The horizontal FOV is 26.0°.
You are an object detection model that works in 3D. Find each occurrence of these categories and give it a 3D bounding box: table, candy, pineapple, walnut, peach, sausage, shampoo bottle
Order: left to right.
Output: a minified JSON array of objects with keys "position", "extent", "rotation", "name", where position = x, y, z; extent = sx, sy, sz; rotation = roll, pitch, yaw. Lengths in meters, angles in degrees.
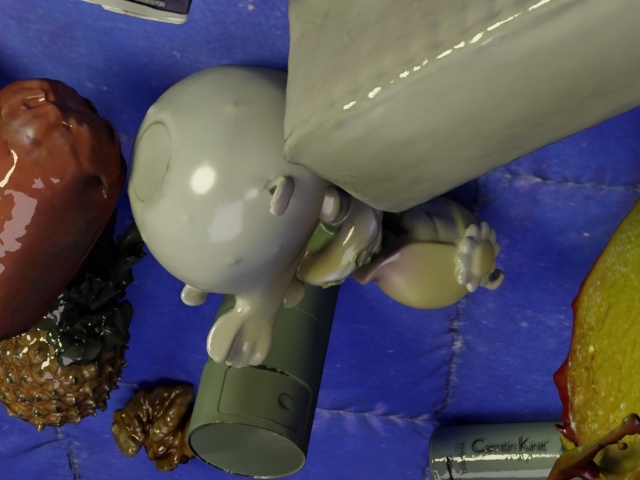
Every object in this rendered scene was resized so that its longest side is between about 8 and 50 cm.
[{"position":[-0.277,-0.021,1.242],"extent":[0.152,0.152,0.279],"rotation":[25,119,-20],"name":"sausage"},{"position":[-0.256,0.070,1.489],"extent":[0.166,0.165,0.364],"rotation":[19,141,-12],"name":"pineapple"},{"position":[-0.195,0.248,1.793],"extent":[0.143,0.069,0.170],"rotation":[27,138,-19],"name":"walnut"},{"position":[-0.057,0.125,1.460],"extent":[0.126,0.220,0.126],"rotation":[7,146,5],"name":"table"},{"position":[0.132,-0.173,1.024],"extent":[0.359,0.208,0.145],"rotation":[-25,138,37],"name":"candy"},{"position":[0.267,0.262,1.683],"extent":[0.262,0.085,0.085],"rotation":[-6,141,21],"name":"shampoo bottle"},{"position":[0.401,0.111,1.233],"extent":[0.310,0.335,0.406],"rotation":[20,137,-11],"name":"peach"}]

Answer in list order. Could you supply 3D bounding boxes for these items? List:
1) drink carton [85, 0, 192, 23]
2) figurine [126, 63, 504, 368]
[{"position":[-0.116,-0.283,0.989],"extent":[0.102,0.134,0.222],"rotation":[15,144,-6],"name":"drink carton"},{"position":[0.000,0.000,1.289],"extent":[0.394,0.274,0.226],"rotation":[16,-169,-35],"name":"figurine"}]
